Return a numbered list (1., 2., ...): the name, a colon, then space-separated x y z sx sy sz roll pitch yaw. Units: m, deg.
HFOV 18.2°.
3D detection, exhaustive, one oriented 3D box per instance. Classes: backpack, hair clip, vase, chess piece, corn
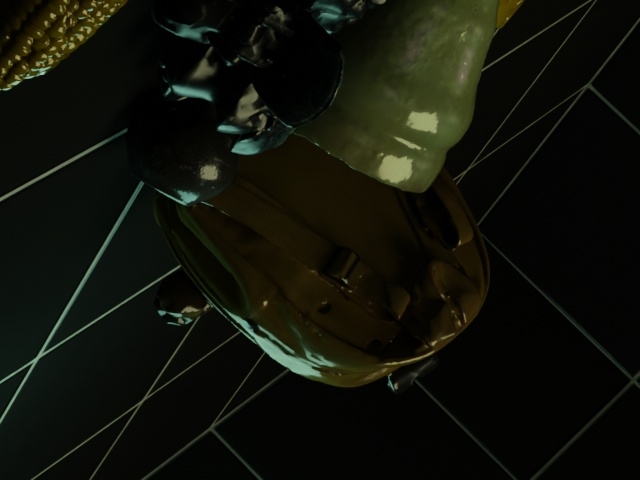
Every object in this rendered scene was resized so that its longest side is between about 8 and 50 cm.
1. backpack: 0.000 -0.002 2.240 0.353 0.378 0.201 -33 170 -28
2. hair clip: -0.034 -0.208 1.851 0.310 0.194 0.206 -52 175 26
3. vase: -0.119 -0.129 2.035 0.183 0.120 0.120 -60 170 -1
4. chess piece: 0.135 -0.283 2.042 0.442 0.234 0.234 -57 167 15
5. corn: -0.171 -0.218 1.497 0.262 0.097 0.097 -47 170 17

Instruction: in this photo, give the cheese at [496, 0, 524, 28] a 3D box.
1. cheese: 0.201 -0.329 2.544 0.126 0.093 0.171 -51 167 31
